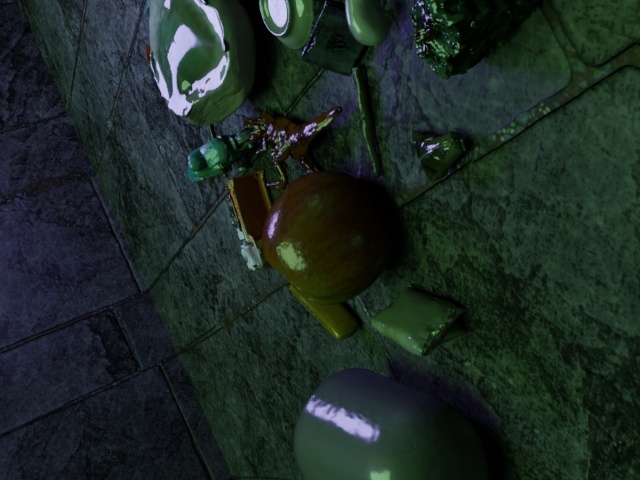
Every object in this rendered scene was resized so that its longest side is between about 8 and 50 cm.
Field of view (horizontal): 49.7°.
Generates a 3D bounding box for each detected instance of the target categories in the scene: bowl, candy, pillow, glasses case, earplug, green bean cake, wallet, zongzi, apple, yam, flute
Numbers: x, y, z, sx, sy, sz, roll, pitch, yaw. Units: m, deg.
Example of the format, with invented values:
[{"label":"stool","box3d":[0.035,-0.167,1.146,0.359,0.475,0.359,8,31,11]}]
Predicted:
[{"label":"bowl","box3d":[-0.048,-0.479,1.394,0.211,0.112,0.211,37,139,40]},{"label":"candy","box3d":[-0.300,-0.505,1.725,0.426,0.186,0.386,61,143,16]},{"label":"pillow","box3d":[0.196,0.164,1.424,0.181,0.134,0.077,24,142,52]},{"label":"glasses case","box3d":[0.010,0.170,1.797,0.234,0.079,0.064,43,151,38]},{"label":"earplug","box3d":[0.166,0.470,1.505,0.394,0.313,0.312,6,115,58]},{"label":"green bean cake","box3d":[0.197,-0.314,1.009,0.107,0.193,0.208,58,152,6]},{"label":"wallet","box3d":[0.035,-0.389,1.337,0.166,0.111,0.030,128,155,-60]},{"label":"zongzi","box3d":[0.207,-0.182,1.235,0.119,0.055,0.109,68,152,22]},{"label":"apple","box3d":[0.000,0.000,1.492,0.301,0.302,0.301,39,141,41]},{"label":"yam","box3d":[0.093,-0.238,1.407,0.027,0.029,0.234,-1,112,30]},{"label":"flute","box3d":[-0.326,-0.319,2.088,0.014,0.014,0.269,9,118,58]}]

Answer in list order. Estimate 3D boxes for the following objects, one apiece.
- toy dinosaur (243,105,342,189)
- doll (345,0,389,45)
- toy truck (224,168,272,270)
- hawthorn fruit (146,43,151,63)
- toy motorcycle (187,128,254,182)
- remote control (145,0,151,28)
[{"label":"toy dinosaur","box3d":[-0.054,-0.210,1.621,0.432,0.097,0.208,14,112,52]},{"label":"doll","box3d":[0.022,-0.571,1.162,0.366,0.187,0.375,38,118,28]},{"label":"toy truck","box3d":[-0.179,-0.053,1.931,0.135,0.114,0.270,-2,106,65]},{"label":"hawthorn fruit","box3d":[-0.441,-0.545,2.028,0.125,0.140,0.125,-5,81,40]},{"label":"toy motorcycle","box3d":[-0.280,-0.223,1.889,0.109,0.198,0.296,62,153,-1]},{"label":"remote control","box3d":[-0.468,-0.691,2.022,0.104,0.052,0.247,61,152,14]}]
